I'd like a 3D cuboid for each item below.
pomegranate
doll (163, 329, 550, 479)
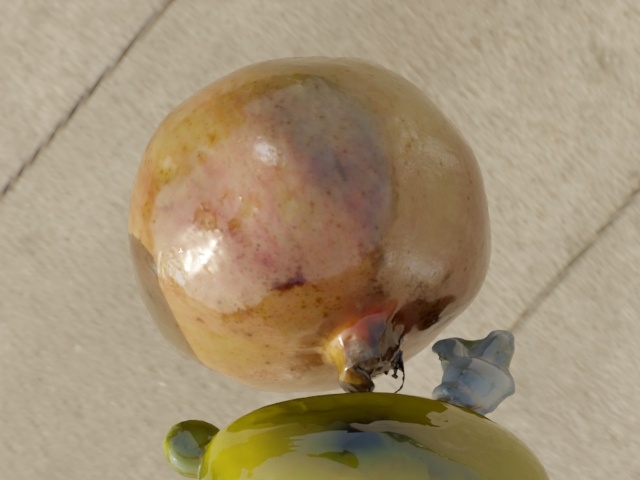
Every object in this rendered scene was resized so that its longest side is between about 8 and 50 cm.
[{"bbox_3d":[0.000,0.000,1.482,0.338,0.338,0.338,-5,75,20],"label":"pomegranate"},{"bbox_3d":[0.123,0.211,1.303,0.348,0.161,0.423,-27,47,-32],"label":"doll"}]
